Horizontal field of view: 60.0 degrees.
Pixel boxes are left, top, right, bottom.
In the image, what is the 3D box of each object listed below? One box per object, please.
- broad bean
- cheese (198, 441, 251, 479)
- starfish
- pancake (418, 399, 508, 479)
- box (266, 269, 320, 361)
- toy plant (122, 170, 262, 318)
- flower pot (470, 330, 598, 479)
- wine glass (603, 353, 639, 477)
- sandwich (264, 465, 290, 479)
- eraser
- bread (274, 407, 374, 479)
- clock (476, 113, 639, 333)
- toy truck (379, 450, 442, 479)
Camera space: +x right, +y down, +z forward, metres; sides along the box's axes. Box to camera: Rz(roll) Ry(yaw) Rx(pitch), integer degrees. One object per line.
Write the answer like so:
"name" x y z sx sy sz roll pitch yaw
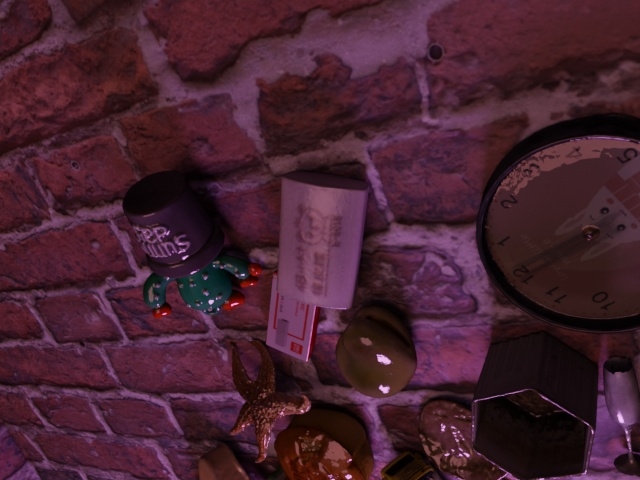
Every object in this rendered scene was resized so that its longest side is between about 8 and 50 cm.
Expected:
"broad bean" 0.126 0.260 1.259 0.189 0.121 0.263 16 139 14
"cheese" -0.276 0.814 1.738 0.384 0.104 0.383 29 131 40
"starfish" -0.169 0.426 1.454 0.299 0.060 0.302 24 102 31
"pancake" 0.333 0.463 1.295 0.242 0.050 0.241 16 121 29
"box" -0.064 0.178 1.338 0.123 0.050 0.229 20 125 16
"toy plant" -0.317 0.039 1.306 0.185 0.280 0.400 46 162 45
"flower pot" 0.416 0.322 1.079 0.239 0.189 0.209 -28 102 35
"wine glass" 0.592 0.338 1.074 0.074 0.074 0.262 -7 112 31
"sandwich" -0.031 0.823 1.626 0.301 0.162 0.250 11 126 26
"eraser" 0.000 0.000 1.155 0.174 0.095 0.270 12 116 15
"bread" 0.013 0.571 1.462 0.270 0.148 0.269 15 123 24
"clock" 0.456 -0.013 0.932 0.386 0.076 0.386 13 122 21
"toy truck" 0.237 0.667 1.415 0.157 0.124 0.272 24 138 55
